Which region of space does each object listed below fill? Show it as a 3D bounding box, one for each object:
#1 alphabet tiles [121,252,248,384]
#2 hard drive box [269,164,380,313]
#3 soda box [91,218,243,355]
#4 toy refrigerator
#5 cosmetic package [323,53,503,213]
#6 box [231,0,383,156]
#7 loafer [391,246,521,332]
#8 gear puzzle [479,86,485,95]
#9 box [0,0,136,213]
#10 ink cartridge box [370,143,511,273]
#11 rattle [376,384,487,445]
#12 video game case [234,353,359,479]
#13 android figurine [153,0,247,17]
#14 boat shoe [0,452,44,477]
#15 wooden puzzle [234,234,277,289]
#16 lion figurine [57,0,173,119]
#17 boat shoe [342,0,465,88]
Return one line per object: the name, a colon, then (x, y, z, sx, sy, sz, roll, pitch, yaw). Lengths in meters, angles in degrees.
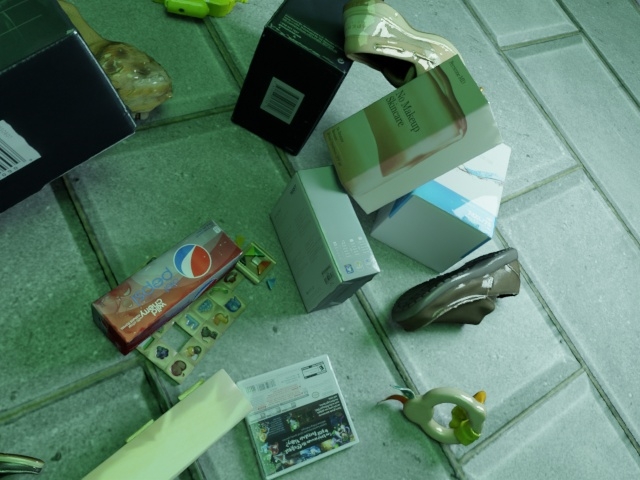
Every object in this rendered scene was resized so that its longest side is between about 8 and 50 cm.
alphabet tiles: (-0.257, 0.111, 1.026, 0.198, 0.009, 0.237, 39, 56, 0)
hard drive box: (0.000, 0.000, 1.089, 0.089, 0.181, 0.232, -13, 72, -28)
soda box: (-0.265, 0.079, 0.982, 0.092, 0.083, 0.263, 46, 57, 5)
toy refrigerator: (-0.244, 0.322, 0.868, 0.269, 0.102, 0.094, -35, 82, -32)
cosmetic package: (0.173, -0.199, 1.069, 0.129, 0.296, 0.153, 43, 23, -51)
box: (-0.025, -0.400, 1.209, 0.183, 0.296, 0.294, 28, 58, -8)
loafer: (0.314, 0.123, 1.188, 0.366, 0.134, 0.130, -20, 87, -29)
gear puzzle: (0.195, -0.258, 1.218, 0.044, 0.339, 0.175, 46, 46, -31)
box: (-0.626, -0.276, 0.810, 0.480, 0.297, 0.471, -35, 79, -11)
ink cartridge box: (0.271, -0.111, 1.250, 0.197, 0.198, 0.270, 28, 58, -8)
rattle: (0.225, 0.305, 1.100, 0.200, 0.130, 0.142, 15, 44, 15)
video game case: (-0.042, 0.314, 1.007, 0.190, 0.022, 0.173, -11, 69, -28)
android figurine: (-0.311, -0.636, 1.353, 0.273, 0.056, 0.248, 8, 62, -18)
boat shoe: (-0.480, 0.329, 0.797, 0.152, 0.056, 0.049, 8, 67, -9)
wooden puzzle: (-0.131, 0.042, 1.108, 0.116, 0.014, 0.078, 35, 51, -5)
lion figurine: (-0.489, -0.385, 1.098, 0.240, 0.142, 0.392, -36, 82, -33)
boat shoe: (0.165, -0.352, 1.099, 0.341, 0.122, 0.110, 11, 82, -41)
